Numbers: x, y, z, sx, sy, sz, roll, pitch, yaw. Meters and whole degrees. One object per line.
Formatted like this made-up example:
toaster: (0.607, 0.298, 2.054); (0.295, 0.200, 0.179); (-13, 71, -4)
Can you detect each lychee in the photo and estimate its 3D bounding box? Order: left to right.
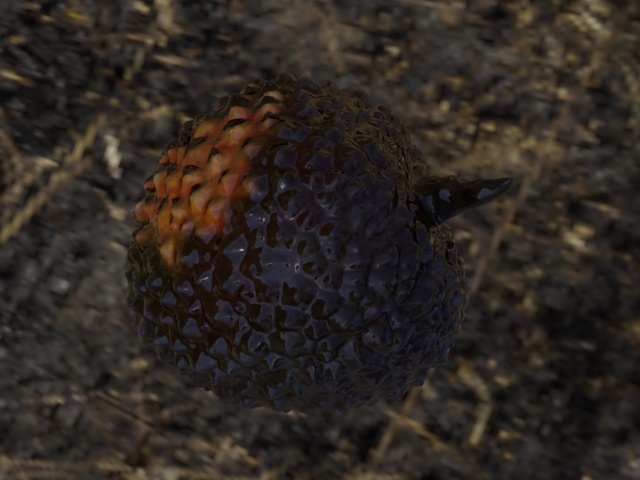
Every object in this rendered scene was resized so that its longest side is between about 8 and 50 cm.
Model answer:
lychee: (0.000, 0.000, 0.926); (0.197, 0.165, 0.165); (-24, 125, 15)
